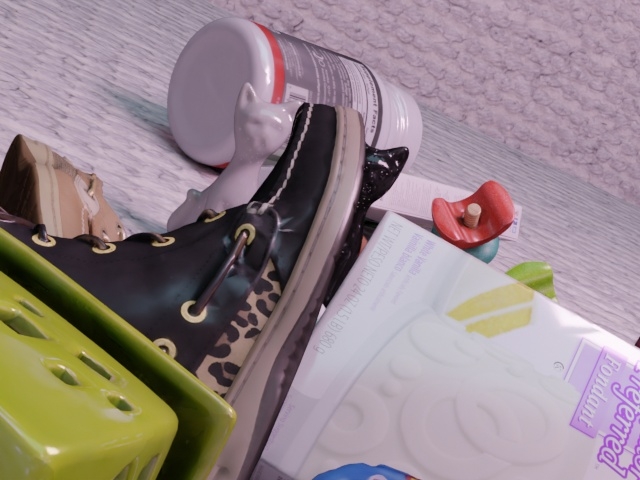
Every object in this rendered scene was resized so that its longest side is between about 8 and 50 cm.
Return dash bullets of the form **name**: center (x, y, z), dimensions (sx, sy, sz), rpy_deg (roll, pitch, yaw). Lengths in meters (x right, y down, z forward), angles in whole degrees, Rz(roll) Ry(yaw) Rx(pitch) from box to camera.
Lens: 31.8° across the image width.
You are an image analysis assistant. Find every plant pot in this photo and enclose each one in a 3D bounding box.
- **plant pot**: center (-0.186, 0.110, 0.516), dimensions (0.228, 0.227, 0.207), rpy_deg (34, 12, 21)

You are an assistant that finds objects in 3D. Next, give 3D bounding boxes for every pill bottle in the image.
- **pill bottle**: center (-0.028, -0.185, 1.665), dimensions (0.363, 0.210, 0.210), rpy_deg (11, 23, -46)

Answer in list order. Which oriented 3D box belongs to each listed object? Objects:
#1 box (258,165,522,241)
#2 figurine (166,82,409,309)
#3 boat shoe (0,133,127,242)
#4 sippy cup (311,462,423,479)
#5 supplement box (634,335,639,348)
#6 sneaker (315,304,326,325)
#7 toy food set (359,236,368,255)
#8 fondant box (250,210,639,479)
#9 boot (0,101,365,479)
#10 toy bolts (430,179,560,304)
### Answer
- **box**: center (0.091, -0.050, 1.549), dimensions (0.232, 0.059, 0.322), rpy_deg (4, -6, 45)
- **figurine**: center (-0.035, -0.049, 1.239), dimensions (0.214, 0.209, 0.092), rpy_deg (23, 17, -16)
- **boat shoe**: center (-0.219, -0.005, 0.973), dimensions (0.110, 0.122, 0.341), rpy_deg (20, 17, -23)
- **sippy cup**: center (0.056, 0.228, 0.540), dimensions (0.224, 0.240, 0.305), rpy_deg (29, -12, 45)
- **supplement box**: center (0.612, 0.210, 1.727), dimensions (0.239, 0.073, 0.130), rpy_deg (37, 19, 33)
- **sneaker**: center (-0.031, 0.133, 0.943), dimensions (0.151, 0.094, 0.256), rpy_deg (-11, 48, -38)
- **toy food set**: center (0.000, 0.000, 1.393), dimensions (0.217, 0.071, 0.128), rpy_deg (25, 17, -10)
- **fondant box**: center (0.133, 0.159, 0.857), dimensions (0.330, 0.096, 0.238), rpy_deg (30, 60, 5)
- **boot**: center (-0.143, 0.018, 0.755), dimensions (0.284, 0.377, 0.138), rpy_deg (22, -27, -1)
- **toy bolts**: center (0.180, 0.066, 1.396), dimensions (0.218, 0.158, 0.229), rpy_deg (-13, 62, -9)
